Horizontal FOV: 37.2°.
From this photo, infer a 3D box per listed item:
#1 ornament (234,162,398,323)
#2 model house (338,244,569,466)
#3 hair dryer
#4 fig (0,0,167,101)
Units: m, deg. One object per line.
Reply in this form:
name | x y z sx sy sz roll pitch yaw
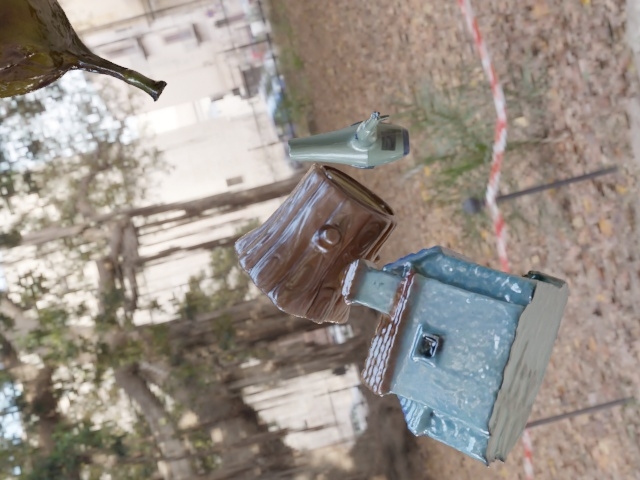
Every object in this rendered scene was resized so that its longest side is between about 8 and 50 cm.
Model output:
ornament | 0.000 0.000 1.600 0.235 0.217 0.221 36 -167 2
model house | 0.180 0.154 1.507 0.252 0.329 0.295 11 -84 -66
hair dryer | 0.024 -0.132 1.245 0.199 0.167 0.067 12 -109 -74
fig | -0.336 -0.206 1.049 0.290 0.190 0.190 43 -173 -10
